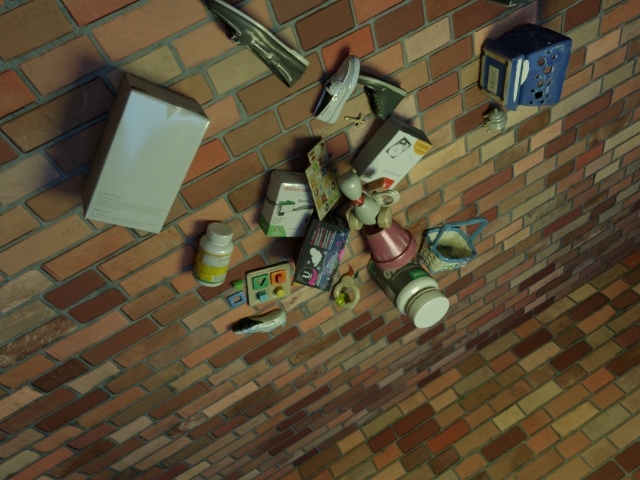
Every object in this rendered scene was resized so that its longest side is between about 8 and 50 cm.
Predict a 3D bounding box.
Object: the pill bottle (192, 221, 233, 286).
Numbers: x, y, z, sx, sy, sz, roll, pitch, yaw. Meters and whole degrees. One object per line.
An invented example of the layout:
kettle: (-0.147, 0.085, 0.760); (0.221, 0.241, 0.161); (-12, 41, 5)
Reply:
pill bottle: (-0.368, 0.047, 1.549); (0.118, 0.117, 0.208); (2, 124, -32)

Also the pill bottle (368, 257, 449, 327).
pill bottle: (0.378, 0.194, 1.940); (0.205, 0.361, 0.204); (-17, 131, -20)

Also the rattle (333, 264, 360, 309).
rattle: (0.147, 0.206, 2.021); (0.143, 0.130, 0.199); (7, 95, -47)

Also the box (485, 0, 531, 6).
box: (0.630, -0.929, 1.295); (0.294, 0.212, 0.395); (-19, 131, -16)

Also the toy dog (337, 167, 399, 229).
toy dog: (0.163, -0.165, 1.601); (0.221, 0.160, 0.333); (8, 156, 4)

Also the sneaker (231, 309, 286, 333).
sneaker: (-0.255, 0.361, 1.888); (0.238, 0.085, 0.086); (-12, 114, -23)

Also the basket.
basket: (0.605, 0.011, 2.040); (0.255, 0.201, 0.288); (-9, 138, -24)

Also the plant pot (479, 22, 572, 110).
plant pot: (0.707, -0.608, 1.593); (0.212, 0.235, 0.235); (-19, 132, -8)

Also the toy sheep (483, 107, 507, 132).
toy sheep: (0.700, -0.484, 1.784); (0.091, 0.091, 0.132); (-41, 153, 5)

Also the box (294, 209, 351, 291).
box: (0.001, 0.034, 1.649); (0.142, 0.163, 0.247); (18, 105, -7)

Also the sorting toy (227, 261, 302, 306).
sorting toy: (-0.202, 0.187, 1.810); (0.348, 0.047, 0.195); (-14, 131, -21)

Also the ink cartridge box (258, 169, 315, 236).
ink cartridge box: (-0.111, -0.127, 1.580); (0.161, 0.092, 0.219); (-1, 126, -31)

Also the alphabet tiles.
alphabet tiles: (0.013, -0.220, 1.543); (0.198, 0.009, 0.237); (-53, 138, -44)

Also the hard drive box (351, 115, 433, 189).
hard drive box: (0.255, -0.310, 1.616); (0.181, 0.089, 0.232); (11, 134, -36)

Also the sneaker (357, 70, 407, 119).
sneaker: (0.183, -0.475, 1.483); (0.222, 0.083, 0.118); (8, 121, -36)

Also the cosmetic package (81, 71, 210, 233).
cosmetic package: (-0.489, -0.228, 1.233); (0.217, 0.156, 0.384); (16, 114, -39)

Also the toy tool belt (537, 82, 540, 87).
toy tool belt: (0.863, -0.611, 1.801); (0.083, 0.051, 0.052); (12, 118, -37)

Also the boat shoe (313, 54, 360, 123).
boat shoe: (0.049, -0.473, 1.403); (0.076, 0.083, 0.226); (3, 124, -34)

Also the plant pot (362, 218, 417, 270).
plant pot: (0.274, -0.004, 1.853); (0.201, 0.201, 0.180); (-38, 120, 1)

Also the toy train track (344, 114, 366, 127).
toy train track: (0.121, -0.416, 1.543); (0.084, 0.014, 0.048); (4, 130, -26)

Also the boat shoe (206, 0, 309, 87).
boat shoe: (-0.170, -0.527, 1.212); (0.335, 0.112, 0.095); (19, 109, -43)

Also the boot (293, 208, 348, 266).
boot: (0.000, 0.000, 1.753); (0.207, 0.090, 0.248); (-7, 121, -19)
